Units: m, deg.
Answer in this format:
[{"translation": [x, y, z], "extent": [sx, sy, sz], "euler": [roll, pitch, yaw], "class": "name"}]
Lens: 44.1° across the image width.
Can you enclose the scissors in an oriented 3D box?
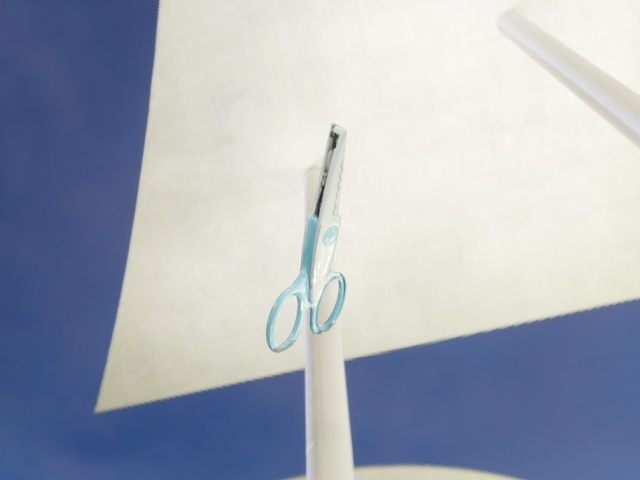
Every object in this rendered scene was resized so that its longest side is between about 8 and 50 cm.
[{"translation": [0.000, 0.000, 0.388], "extent": [0.014, 0.058, 0.119], "euler": [29, -60, 34], "class": "scissors"}]
